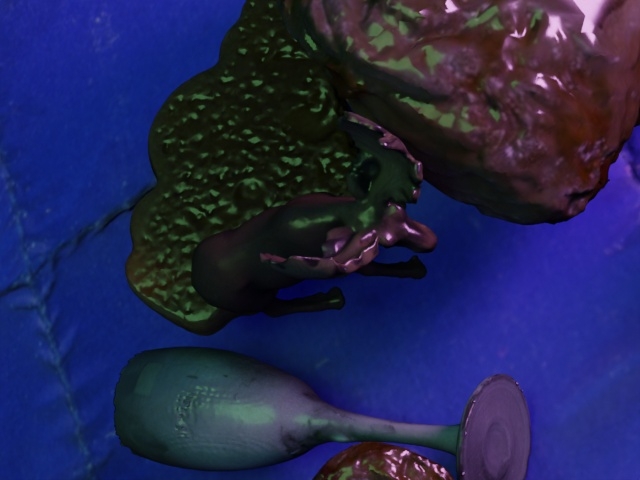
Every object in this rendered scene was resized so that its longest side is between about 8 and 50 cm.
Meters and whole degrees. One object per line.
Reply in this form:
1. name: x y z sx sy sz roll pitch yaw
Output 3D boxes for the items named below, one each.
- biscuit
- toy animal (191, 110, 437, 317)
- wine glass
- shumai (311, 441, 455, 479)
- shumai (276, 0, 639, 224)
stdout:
1. biscuit: -0.041 -0.080 1.103 0.183 0.047 0.319 5 74 11
2. toy animal: 0.000 0.000 0.924 0.214 0.186 0.093 -22 71 29
3. wine glass: -0.042 0.072 0.984 0.310 0.264 0.096 3 48 35
4. shumai: 0.039 0.187 0.912 0.123 0.139 0.105 0 34 4
5. shumai: 0.132 -0.194 0.935 0.283 0.217 0.346 -37 59 23
